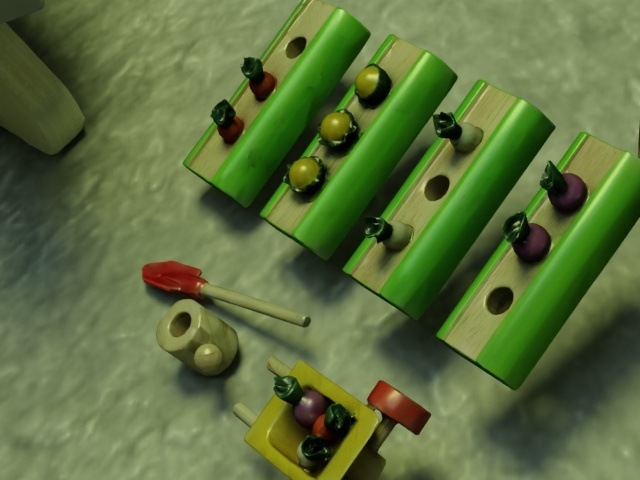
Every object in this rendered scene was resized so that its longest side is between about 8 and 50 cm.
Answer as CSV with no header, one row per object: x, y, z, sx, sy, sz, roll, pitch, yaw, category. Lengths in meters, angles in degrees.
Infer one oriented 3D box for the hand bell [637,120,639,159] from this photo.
0.265,-0.019,0.739,0.242,0.126,0.126,-6,52,0,hand bell

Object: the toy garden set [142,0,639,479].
0.000,0.000,0.797,0.244,0.049,0.204,33,86,46,toy garden set

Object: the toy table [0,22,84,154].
-0.239,-0.150,0.948,0.252,0.161,0.274,-36,54,-15,toy table

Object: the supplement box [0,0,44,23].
-0.198,-0.212,0.800,0.073,0.130,0.239,-20,50,-2,supplement box
